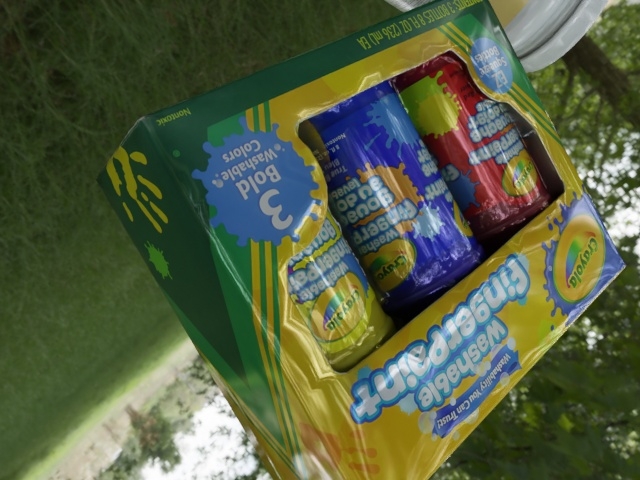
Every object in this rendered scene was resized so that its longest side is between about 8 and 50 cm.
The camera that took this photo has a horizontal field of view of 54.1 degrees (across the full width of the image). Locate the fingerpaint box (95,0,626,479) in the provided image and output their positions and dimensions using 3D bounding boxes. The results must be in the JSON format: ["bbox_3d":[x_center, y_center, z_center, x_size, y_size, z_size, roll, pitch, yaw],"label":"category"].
[{"bbox_3d":[0.075,-0.015,0.647,0.444,0.371,0.163,-32,-174,-33],"label":"fingerpaint box"}]

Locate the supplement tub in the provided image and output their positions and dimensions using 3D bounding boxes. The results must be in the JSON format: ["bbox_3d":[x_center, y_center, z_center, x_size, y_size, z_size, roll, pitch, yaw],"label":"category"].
[{"bbox_3d":[0.200,-0.395,0.830,0.241,0.331,0.241,-55,-162,29],"label":"supplement tub"}]
